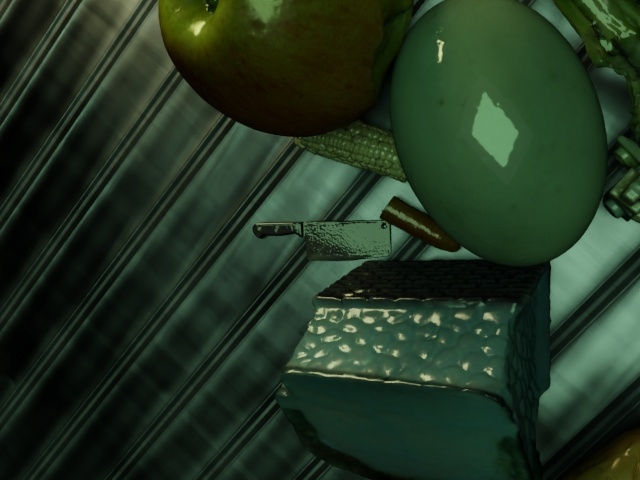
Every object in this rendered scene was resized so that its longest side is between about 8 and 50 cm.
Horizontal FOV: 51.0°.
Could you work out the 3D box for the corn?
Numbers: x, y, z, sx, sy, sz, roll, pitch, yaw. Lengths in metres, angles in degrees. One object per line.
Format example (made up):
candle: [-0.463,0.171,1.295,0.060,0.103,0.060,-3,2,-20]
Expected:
corn: [0.059,-0.163,1.096,0.211,0.087,0.087,20,99,12]

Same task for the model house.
model house: [0.158,0.156,1.011,0.360,0.339,0.297,-3,136,31]

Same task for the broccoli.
broccoli: [0.375,-0.257,0.833,0.304,0.145,0.165,40,82,-10]

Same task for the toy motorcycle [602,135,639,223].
toy motorcycle: [0.562,-0.021,0.898,0.237,0.169,0.410,-41,71,8]

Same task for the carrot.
carrot: [0.166,-0.024,1.086,0.139,0.048,0.048,29,102,12]

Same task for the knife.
knife: [0.000,0.000,1.155,0.245,0.019,0.072,0,95,16]

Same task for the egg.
egg: [0.242,-0.152,0.932,0.276,0.276,0.389,-20,84,18]

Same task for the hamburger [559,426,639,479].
hamburger: [0.414,0.381,0.926,0.318,0.318,0.158,-44,57,15]

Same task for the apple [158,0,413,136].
apple: [-0.050,-0.313,0.940,0.340,0.339,0.339,1,94,18]

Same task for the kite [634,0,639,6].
kite: [0.516,-0.324,0.895,0.314,0.011,0.335,-2,84,49]
